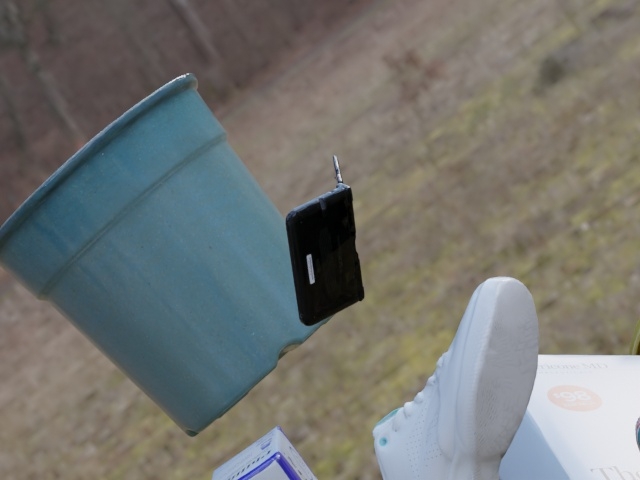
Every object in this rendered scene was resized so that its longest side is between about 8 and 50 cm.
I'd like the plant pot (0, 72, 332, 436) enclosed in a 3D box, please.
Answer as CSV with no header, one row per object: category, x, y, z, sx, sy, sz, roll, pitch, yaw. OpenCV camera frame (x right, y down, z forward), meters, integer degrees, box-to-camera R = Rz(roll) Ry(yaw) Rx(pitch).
plant pot,-0.171,0.035,2.115,0.341,0.334,0.341,-41,0,0

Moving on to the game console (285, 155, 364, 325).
game console,0.000,0.000,1.626,0.107,0.122,0.071,-26,34,-29

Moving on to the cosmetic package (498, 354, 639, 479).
cosmetic package,0.350,0.198,1.441,0.377,0.097,0.284,1,22,-15

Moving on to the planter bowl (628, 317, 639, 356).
planter bowl,0.388,0.112,1.793,0.217,0.217,0.090,-37,24,-11

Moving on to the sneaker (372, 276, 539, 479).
sneaker,0.078,0.120,1.141,0.094,0.212,0.080,18,11,36

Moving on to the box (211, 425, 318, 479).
box,-0.026,0.228,1.393,0.072,0.126,0.137,-35,4,2

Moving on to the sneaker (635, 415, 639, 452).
sneaker,0.269,0.179,1.172,0.057,0.161,0.075,-42,-10,13
